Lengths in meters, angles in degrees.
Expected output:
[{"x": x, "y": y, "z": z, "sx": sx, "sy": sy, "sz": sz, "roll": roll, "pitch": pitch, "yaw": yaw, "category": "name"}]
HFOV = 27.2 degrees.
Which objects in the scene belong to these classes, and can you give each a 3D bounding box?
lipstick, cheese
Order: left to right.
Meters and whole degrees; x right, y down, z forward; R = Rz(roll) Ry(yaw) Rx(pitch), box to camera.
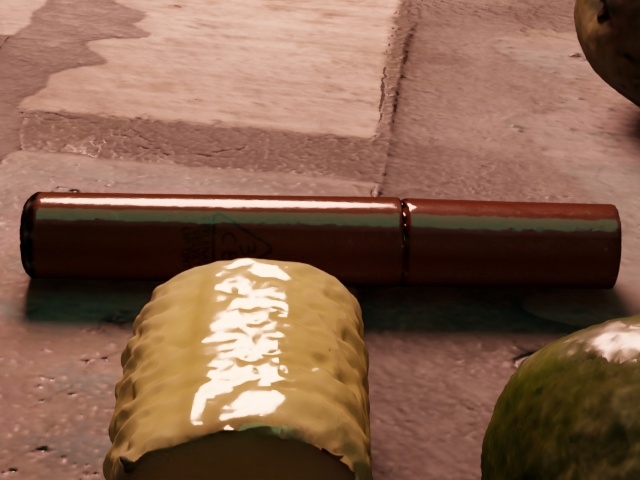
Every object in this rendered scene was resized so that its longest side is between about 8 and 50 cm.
[{"x": -0.036, "y": 0.083, "z": 0.624, "sx": 0.123, "sy": 0.094, "sz": 0.167, "roll": -8, "pitch": 26, "yaw": 2, "category": "cheese"}, {"x": 0.000, "y": 0.000, "z": 0.801, "sx": 0.357, "sy": 0.057, "sz": 0.057, "roll": 1, "pitch": 30, "yaw": -2, "category": "lipstick"}]

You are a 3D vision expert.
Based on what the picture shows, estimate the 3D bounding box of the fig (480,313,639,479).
[{"x": 0.164, "y": 0.145, "z": 0.477, "sx": 0.203, "sy": 0.203, "sz": 0.235, "roll": 0, "pitch": 59, "yaw": -4, "category": "fig"}]

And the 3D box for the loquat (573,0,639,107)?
[{"x": 0.306, "y": -0.164, "z": 0.992, "sx": 0.227, "sy": 0.179, "sz": 0.179, "roll": 12, "pitch": 32, "yaw": 10, "category": "loquat"}]
